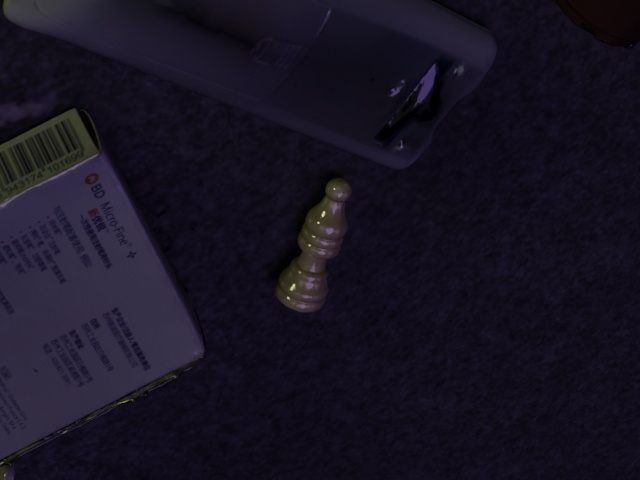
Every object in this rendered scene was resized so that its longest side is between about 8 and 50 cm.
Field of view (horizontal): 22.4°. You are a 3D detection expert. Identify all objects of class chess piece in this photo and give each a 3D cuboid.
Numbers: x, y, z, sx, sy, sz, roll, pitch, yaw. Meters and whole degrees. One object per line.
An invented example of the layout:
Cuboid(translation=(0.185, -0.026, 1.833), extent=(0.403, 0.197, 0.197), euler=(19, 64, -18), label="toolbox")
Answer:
Cuboid(translation=(0.000, 0.000, 1.043), extent=(0.035, 0.035, 0.092), euler=(0, 125, -32), label="chess piece")

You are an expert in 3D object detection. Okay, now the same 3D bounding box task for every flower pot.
Cuboid(translation=(0.185, -0.170, 0.955), extent=(0.111, 0.111, 0.089), euler=(2, 143, -33), label="flower pot")

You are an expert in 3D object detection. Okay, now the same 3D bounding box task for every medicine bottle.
Cuboid(translation=(-0.171, 0.037, 0.955), extent=(0.171, 0.052, 0.201), euler=(-29, 138, -5), label="medicine bottle")

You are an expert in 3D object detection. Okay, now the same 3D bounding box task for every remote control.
Cuboid(translation=(-0.023, -0.113, 0.902), extent=(0.313, 0.055, 0.109), euler=(18, 118, -42), label="remote control")

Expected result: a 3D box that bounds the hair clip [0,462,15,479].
Cuboid(translation=(-0.286, 0.206, 1.037), extent=(0.226, 0.034, 0.072), euler=(-25, 137, -22), label="hair clip")
